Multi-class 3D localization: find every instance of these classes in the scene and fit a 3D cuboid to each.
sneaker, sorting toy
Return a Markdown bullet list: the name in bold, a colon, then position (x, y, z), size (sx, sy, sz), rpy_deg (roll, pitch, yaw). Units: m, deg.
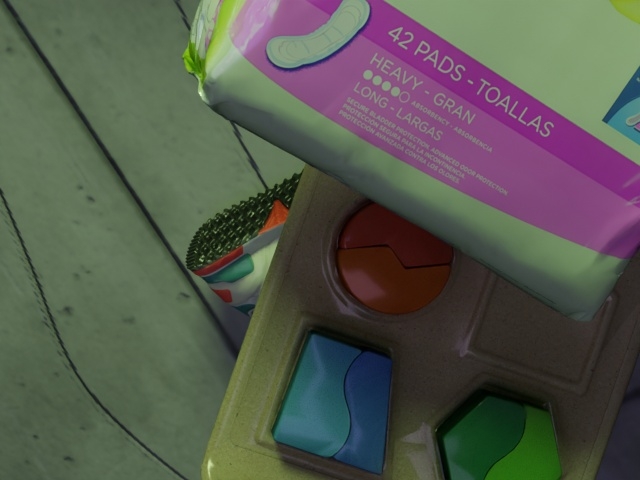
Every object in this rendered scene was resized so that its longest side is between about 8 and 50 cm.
- **sneaker**: position (0.000, 0.000, 0.607), size (0.161, 0.057, 0.075), rpy_deg (-23, 127, 18)
- **sorting toy**: position (0.113, 0.076, 0.532), size (0.307, 0.041, 0.229), rpy_deg (19, 85, -5)

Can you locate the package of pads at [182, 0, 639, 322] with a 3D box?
- **package of pads**: position (0.099, -0.142, 0.416), size (0.229, 0.101, 0.296), rpy_deg (29, 103, -20)
